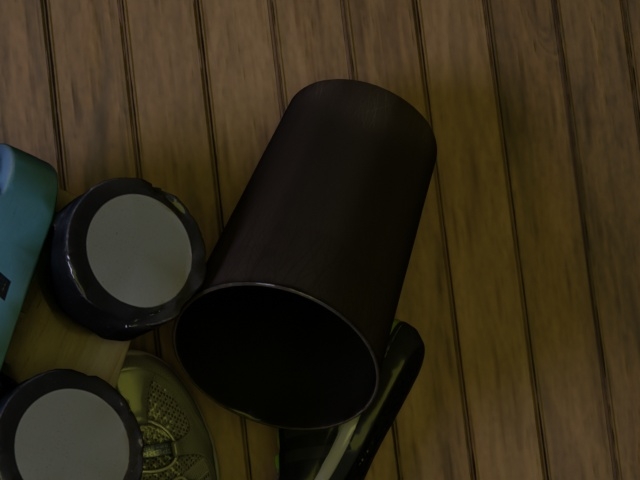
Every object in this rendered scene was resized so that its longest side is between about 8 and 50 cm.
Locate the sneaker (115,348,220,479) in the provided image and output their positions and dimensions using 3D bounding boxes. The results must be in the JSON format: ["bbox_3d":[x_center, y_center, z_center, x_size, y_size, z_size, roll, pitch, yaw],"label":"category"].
[{"bbox_3d":[-0.116,0.220,1.105,0.105,0.115,0.281,-14,87,-11],"label":"sneaker"}]

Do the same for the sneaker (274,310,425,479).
[{"bbox_3d":[-0.004,0.152,1.164,0.097,0.084,0.234,27,79,18],"label":"sneaker"}]

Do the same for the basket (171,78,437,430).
[{"bbox_3d":[0.000,0.000,1.097,0.154,0.204,0.227,23,57,-2],"label":"basket"}]

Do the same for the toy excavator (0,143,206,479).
[{"bbox_3d":[-0.353,0.096,0.927,0.445,0.222,0.433,26,64,-23],"label":"toy excavator"}]
